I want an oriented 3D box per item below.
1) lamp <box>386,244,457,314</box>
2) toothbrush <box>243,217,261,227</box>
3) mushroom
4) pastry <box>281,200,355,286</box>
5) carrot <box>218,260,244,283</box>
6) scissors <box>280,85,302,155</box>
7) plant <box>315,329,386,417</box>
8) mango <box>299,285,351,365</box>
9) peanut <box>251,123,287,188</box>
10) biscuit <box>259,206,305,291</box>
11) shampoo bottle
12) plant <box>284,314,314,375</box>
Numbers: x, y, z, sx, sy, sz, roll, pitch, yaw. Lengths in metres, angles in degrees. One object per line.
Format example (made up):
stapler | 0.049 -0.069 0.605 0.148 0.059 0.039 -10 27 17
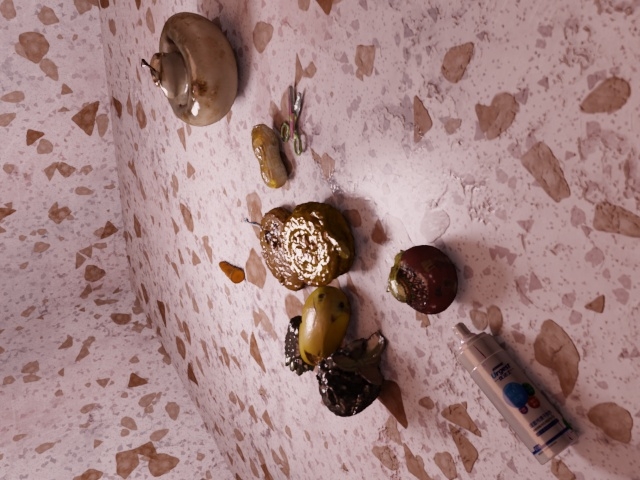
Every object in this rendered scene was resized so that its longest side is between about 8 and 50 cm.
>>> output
lamp | 0.220 0.090 1.167 0.157 0.135 0.156 -18 90 57
toothbrush | -0.242 -0.058 1.951 0.162 0.014 0.017 23 143 51
mushroom | -0.437 -0.549 1.735 0.362 0.294 0.362 35 135 44
pastry | 0.000 0.000 1.500 0.240 0.132 0.235 53 136 17
carrot | -0.386 0.125 2.243 0.209 0.061 0.061 25 126 57
scissors | -0.080 -0.349 1.534 0.133 0.020 0.187 50 144 40
plant | 0.087 0.387 1.491 0.178 0.204 0.234 55 152 21
mango | 0.004 0.256 1.569 0.167 0.130 0.262 42 122 59
peanut | -0.158 -0.260 1.643 0.087 0.087 0.207 -8 100 59
biscuit | -0.125 0.032 1.749 0.296 0.075 0.296 34 133 47
shampoo bottle | 0.373 0.290 1.070 0.303 0.092 0.092 54 145 28
plant | -0.048 0.342 1.735 0.129 0.132 0.194 38 130 49
